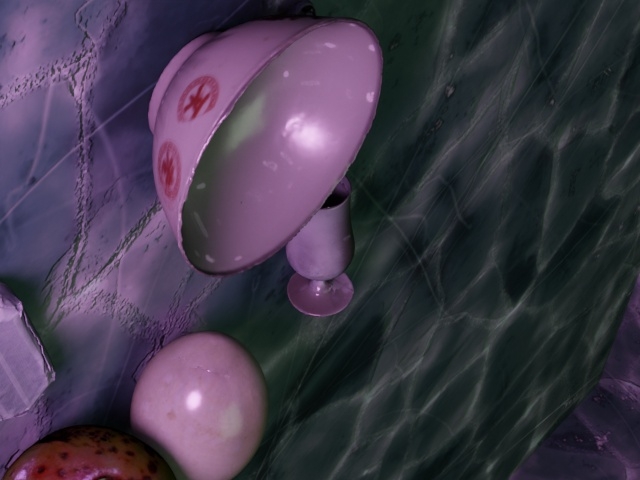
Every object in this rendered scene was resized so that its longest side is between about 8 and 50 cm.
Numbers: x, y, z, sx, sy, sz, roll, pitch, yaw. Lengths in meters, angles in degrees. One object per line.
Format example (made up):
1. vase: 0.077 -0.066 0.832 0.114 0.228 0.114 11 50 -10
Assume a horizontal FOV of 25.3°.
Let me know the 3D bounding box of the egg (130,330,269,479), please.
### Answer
1. egg: -0.164 0.231 1.934 0.186 0.186 0.253 -26 141 -48

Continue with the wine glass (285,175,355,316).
1. wine glass: 0.000 0.000 2.053 0.103 0.103 0.231 -40 149 -31

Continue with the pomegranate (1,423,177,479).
1. pomegranate: -0.298 0.379 1.820 0.242 0.242 0.306 -32 150 -42

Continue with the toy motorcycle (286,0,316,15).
1. toy motorcycle: -0.028 -0.204 1.780 0.124 0.061 0.193 -53 151 -20

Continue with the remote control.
1. remote control: -0.360 0.129 1.602 0.104 0.052 0.247 -46 157 -18

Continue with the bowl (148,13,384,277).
1. bowl: -0.092 -0.137 1.629 0.337 0.157 0.337 -41 153 -27
